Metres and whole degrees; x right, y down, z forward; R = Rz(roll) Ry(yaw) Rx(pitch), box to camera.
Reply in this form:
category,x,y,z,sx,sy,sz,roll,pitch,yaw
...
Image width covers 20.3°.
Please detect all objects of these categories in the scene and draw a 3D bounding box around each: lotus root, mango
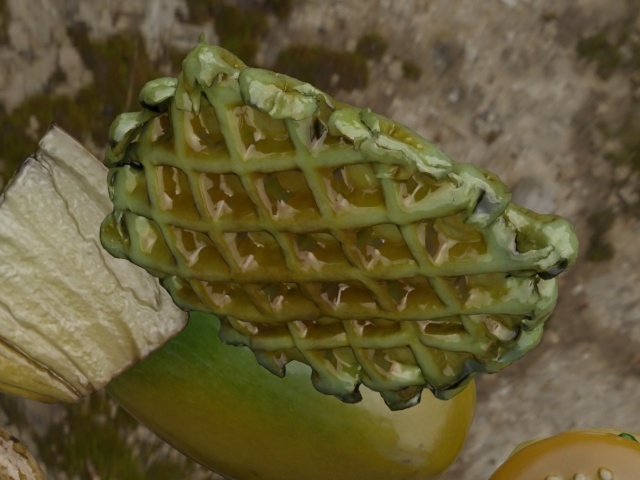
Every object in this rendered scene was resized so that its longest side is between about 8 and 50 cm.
category,x,y,z,sx,sy,sz,roll,pitch,yaw
lotus root,-0.155,0.022,1.020,0.159,0.095,0.135,-40,105,13
mango,-0.030,0.083,1.089,0.251,0.156,0.114,6,36,12

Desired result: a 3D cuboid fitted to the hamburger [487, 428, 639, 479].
category,x,y,z,sx,sy,sz,roll,pitch,yaw
hamburger,0.164,0.187,1.058,0.162,0.115,0.162,-2,84,17

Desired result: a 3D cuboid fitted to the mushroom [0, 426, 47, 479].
category,x,y,z,sx,sy,sz,roll,pitch,yaw
mushroom,-0.250,0.290,1.627,0.301,0.233,0.208,48,39,-23

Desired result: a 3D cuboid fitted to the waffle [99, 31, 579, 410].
category,x,y,z,sx,sy,sz,roll,pitch,yaw
waffle,0.000,0.000,0.802,0.214,0.208,0.054,29,54,-2
